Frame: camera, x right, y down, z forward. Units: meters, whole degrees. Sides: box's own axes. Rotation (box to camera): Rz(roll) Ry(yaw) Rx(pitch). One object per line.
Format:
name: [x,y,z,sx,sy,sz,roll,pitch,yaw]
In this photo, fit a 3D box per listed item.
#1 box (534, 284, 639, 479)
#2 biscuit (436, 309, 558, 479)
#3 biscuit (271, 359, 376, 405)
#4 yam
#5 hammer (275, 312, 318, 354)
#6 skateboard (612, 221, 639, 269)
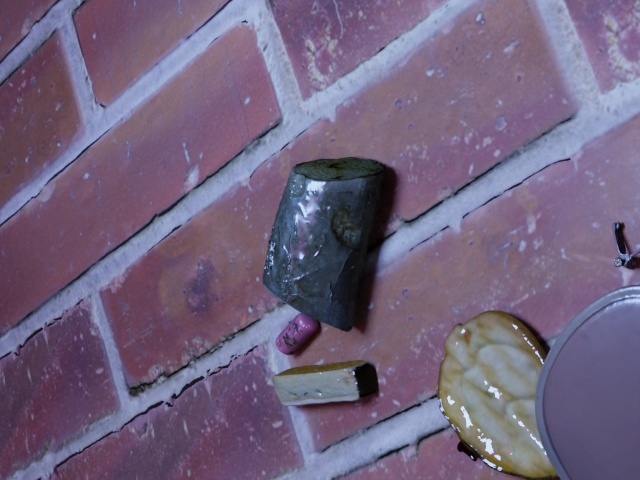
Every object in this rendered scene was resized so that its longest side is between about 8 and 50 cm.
box: [0.425,0.196,1.719,0.301,0.216,0.300,1,91,49]
biscuit: [0.249,0.215,2.042,0.260,0.041,0.203,51,123,32]
biscuit: [0.005,0.218,2.298,0.188,0.052,0.056,-10,101,48]
yam: [0.000,0.000,2.227,0.154,0.154,0.254,30,116,43]
hammer: [-0.037,0.143,2.347,0.083,0.043,0.043,-48,58,39]
skateboard: [0.397,-0.006,1.879,0.083,0.032,0.063,-32,59,47]
